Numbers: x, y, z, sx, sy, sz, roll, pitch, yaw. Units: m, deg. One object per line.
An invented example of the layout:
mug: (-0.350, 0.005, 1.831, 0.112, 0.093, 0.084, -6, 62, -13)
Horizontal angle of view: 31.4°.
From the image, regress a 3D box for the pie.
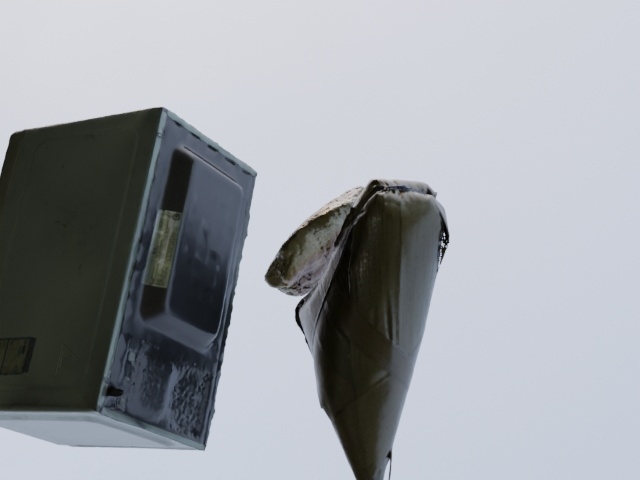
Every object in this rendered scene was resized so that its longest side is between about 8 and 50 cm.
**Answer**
pie: (0.000, 0.000, 1.576, 0.079, 0.163, 0.193, 43, -104, 12)

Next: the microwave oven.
microwave oven: (-0.243, 0.057, 1.345, 0.286, 0.218, 0.355, -5, -114, 32)

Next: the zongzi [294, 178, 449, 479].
zongzi: (0.075, 0.104, 1.249, 0.289, 0.123, 0.260, -104, -149, -45)
